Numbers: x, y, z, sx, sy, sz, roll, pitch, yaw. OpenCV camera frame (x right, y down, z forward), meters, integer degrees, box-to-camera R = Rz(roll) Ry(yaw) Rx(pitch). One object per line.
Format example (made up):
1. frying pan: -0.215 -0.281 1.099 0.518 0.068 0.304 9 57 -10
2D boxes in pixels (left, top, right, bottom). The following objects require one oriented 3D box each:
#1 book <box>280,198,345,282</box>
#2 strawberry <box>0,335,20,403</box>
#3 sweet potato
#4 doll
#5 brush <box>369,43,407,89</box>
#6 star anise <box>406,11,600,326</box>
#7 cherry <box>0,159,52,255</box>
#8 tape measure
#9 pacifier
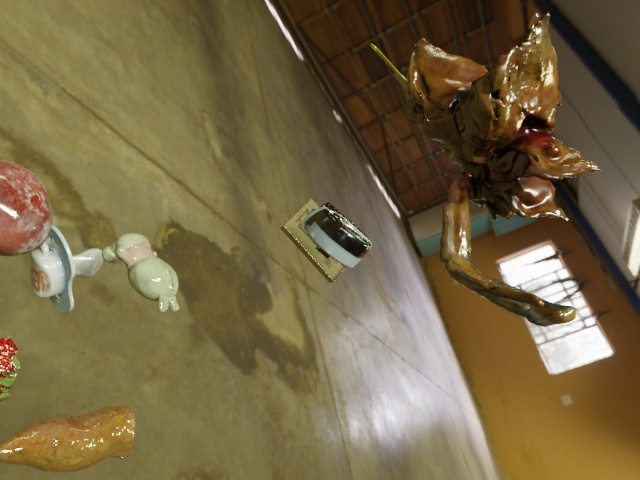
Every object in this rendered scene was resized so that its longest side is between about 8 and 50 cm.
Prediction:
1. book: 0.000 0.000 1.543 0.231 0.026 0.161 48 51 -7
2. strawberry: -0.666 0.251 0.969 0.082 0.187 0.146 40 60 -53
3. sweet potato: -0.567 0.449 1.091 0.337 0.131 0.131 16 51 -61
4. doll: -0.467 0.074 1.331 0.275 0.113 0.155 40 7 21
5. brush: 0.193 -0.456 1.320 0.205 0.011 0.083 32 14 -41
6. star anise: 0.184 -0.077 0.510 0.237 0.148 0.346 97 -12 -63
7. cherry: -0.765 -0.079 1.185 0.285 0.213 0.236 48 12 25
8. tape measure: 0.042 -0.013 1.289 0.182 0.107 0.181 43 14 9
9. pacifier: -0.736 0.066 1.455 0.207 0.278 0.227 -16 47 -44
